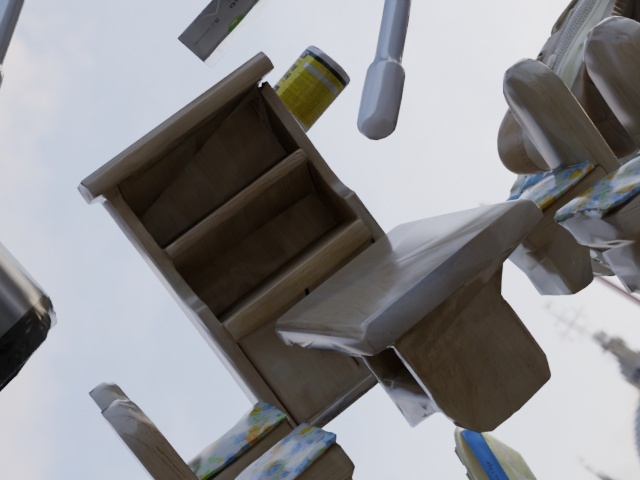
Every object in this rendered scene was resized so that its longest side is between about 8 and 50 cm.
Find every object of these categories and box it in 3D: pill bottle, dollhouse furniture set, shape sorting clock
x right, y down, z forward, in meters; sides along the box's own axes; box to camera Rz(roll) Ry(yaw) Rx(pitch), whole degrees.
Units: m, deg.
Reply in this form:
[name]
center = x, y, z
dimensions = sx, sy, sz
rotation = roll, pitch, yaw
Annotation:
[pill bottle]
center = -0.025, -0.160, 1.501
dimensions = 0.116, 0.065, 0.065
rotation = -50, -35, -3
[dollhouse furniture set]
center = 0.000, 0.000, 0.860
dimensions = 0.362, 0.256, 0.394
rotation = -38, 6, -13
[shape sorting clock]
center = 0.230, 0.300, 1.569
dimensions = 0.040, 0.206, 0.206
rotation = -40, -32, 12

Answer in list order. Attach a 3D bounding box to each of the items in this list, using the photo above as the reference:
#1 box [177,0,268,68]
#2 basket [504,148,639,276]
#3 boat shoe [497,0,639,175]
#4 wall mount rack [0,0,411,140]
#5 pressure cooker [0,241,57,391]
[box]
center = -0.065, -0.256, 1.325
dimensions = 0.186, 0.038, 0.145
rotation = -47, 4, 2
[basket]
center = 0.342, -0.110, 1.381
dimensions = 0.289, 0.201, 0.255
rotation = -49, 9, -23
[boat shoe]
center = 0.249, -0.169, 1.172
dimensions = 0.121, 0.110, 0.341
rotation = 58, -139, -13
[wall mount rack]
center = -0.059, -0.208, 0.620
dimensions = 0.130, 0.350, 0.304
rotation = -36, -54, -68
[pressure cooker]
center = -0.557, 0.056, 1.467
dimensions = 0.370, 0.420, 0.375
rotation = -45, 10, -30
